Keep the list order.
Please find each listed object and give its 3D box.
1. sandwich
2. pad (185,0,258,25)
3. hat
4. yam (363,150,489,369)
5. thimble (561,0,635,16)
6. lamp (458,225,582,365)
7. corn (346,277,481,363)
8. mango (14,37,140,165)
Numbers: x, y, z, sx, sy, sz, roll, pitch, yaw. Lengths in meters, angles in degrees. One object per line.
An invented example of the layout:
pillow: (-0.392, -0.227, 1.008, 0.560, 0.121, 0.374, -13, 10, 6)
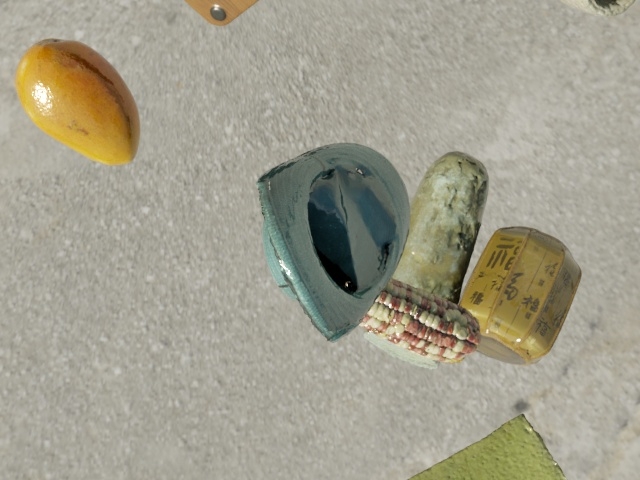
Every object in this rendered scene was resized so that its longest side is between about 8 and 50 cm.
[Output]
sandwich: (0.199, 0.346, 0.950, 0.212, 0.245, 0.063, -26, 151, -9)
pad: (-0.151, -0.425, 1.091, 0.286, 0.018, 0.284, 40, 140, -25)
hat: (0.000, 0.000, 0.682, 0.078, 0.191, 0.138, -19, 102, 36)
yam: (0.163, 0.029, 1.283, 0.133, 0.133, 0.330, 18, 95, -17)
thimble: (0.400, -0.385, 1.272, 0.115, 0.090, 0.102, 37, 96, -33)
lamp: (0.290, 0.081, 1.282, 0.161, 0.161, 0.185, 33, 73, -23)
corn: (0.085, 0.079, 1.024, 0.237, 0.079, 0.079, 27, 111, -21)
mango: (-0.349, -0.198, 1.282, 0.141, 0.102, 0.217, -42, 114, -13)
